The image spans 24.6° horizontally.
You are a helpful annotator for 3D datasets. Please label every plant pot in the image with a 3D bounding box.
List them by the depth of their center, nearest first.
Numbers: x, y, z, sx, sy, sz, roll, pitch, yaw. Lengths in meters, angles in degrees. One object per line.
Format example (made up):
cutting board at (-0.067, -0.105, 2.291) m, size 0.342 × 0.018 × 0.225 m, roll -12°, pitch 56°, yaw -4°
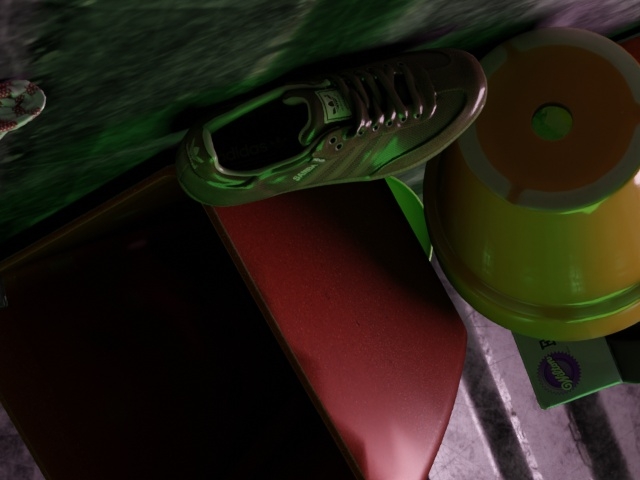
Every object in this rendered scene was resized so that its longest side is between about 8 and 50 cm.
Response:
plant pot at (0.166, -0.051, 1.011) m, size 0.205 × 0.205 × 0.188 m, roll -22°, pitch 160°, yaw 4°
plant pot at (-0.049, 0.068, 1.042) m, size 0.267 × 0.267 × 0.236 m, roll -25°, pitch -173°, yaw 39°

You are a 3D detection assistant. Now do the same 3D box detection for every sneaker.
sneaker at (0.012, -0.064, 0.813) m, size 0.188 × 0.066 × 0.071 m, roll -21°, pitch 175°, yaw -10°

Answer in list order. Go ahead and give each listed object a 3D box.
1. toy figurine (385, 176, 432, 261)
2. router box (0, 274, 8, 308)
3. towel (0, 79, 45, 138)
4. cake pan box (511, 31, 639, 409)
toy figurine at (0.000, 0.000, 1.376) m, size 0.173 × 0.130 × 0.159 m, roll 2°, pitch 180°, yaw -13°
router box at (-0.247, 0.033, 0.669) m, size 0.133 × 0.046 × 0.179 m, roll -18°, pitch -174°, yaw -42°
towel at (-0.220, -0.012, 0.582) m, size 0.197 × 0.029 × 0.144 m, roll -18°, pitch 175°, yaw -40°
cake pan box at (0.244, -0.020, 1.163) m, size 0.246 × 0.267 × 0.070 m, roll -20°, pitch 178°, yaw 11°
